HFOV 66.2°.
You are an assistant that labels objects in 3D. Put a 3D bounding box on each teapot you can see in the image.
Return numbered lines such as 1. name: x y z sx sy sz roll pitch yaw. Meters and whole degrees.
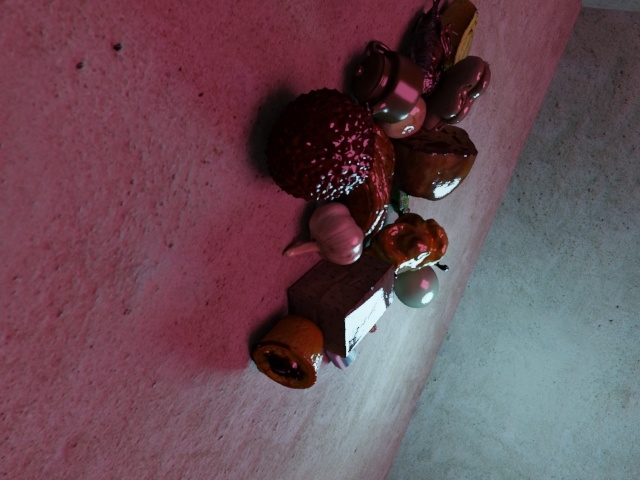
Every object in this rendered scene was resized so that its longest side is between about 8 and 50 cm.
1. teapot: 0.168 -0.454 1.381 0.175 0.185 0.268 18 61 -32

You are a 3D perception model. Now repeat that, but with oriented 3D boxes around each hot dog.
1. hot dog: 0.139 -0.174 1.492 0.267 0.174 0.387 -70 161 -44

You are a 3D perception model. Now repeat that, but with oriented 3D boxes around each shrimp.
1. shrimp: 0.341 -0.626 1.586 0.137 0.172 0.372 32 65 -33

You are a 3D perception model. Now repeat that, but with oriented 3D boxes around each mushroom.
1. mushroom: 0.258 -0.408 1.575 0.166 0.166 0.127 53 26 -57

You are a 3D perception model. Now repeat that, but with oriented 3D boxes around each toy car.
1. toy car: 0.306 -0.166 1.894 0.062 0.071 0.165 -29 135 -27

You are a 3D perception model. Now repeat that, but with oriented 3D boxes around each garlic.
1. garlic: 0.000 0.000 1.430 0.226 0.199 0.199 -24 135 -17

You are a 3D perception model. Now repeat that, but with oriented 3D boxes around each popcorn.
1. popcorn: 0.329 0.012 1.837 0.316 0.297 0.281 10 61 -43

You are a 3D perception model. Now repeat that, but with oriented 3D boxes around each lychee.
1. lychee: 0.011 -0.226 1.165 0.300 0.264 0.264 -35 142 -12

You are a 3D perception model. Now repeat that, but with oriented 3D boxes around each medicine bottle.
1. medicine bottle: 0.079 0.415 1.909 0.115 0.078 0.219 -53 148 -21

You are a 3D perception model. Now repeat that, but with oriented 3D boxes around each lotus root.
1. lotus root: 0.370 -0.293 1.762 0.316 0.316 0.250 -37 154 -42

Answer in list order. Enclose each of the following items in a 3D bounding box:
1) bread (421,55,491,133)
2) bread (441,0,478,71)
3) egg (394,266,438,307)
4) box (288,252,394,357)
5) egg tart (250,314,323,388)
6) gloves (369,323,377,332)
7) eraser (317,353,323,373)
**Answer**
1. bread: 0.401 -0.454 1.599 0.102 0.337 0.183 23 70 -26
2. bread: 0.475 -0.715 1.744 0.186 0.124 0.257 0 109 -66
3. egg: 0.426 0.196 2.202 0.203 0.203 0.283 -59 149 -13
4. box: 0.071 0.186 1.591 0.297 0.225 0.190 -42 140 -39
5. egg tart: -0.089 0.335 1.472 0.171 0.215 0.215 -58 153 -46
6. gloves: 0.174 0.333 1.994 0.094 0.110 0.144 -26 151 13
7. eraser: -0.015 0.468 1.852 0.038 0.019 0.083 -9 118 -58
